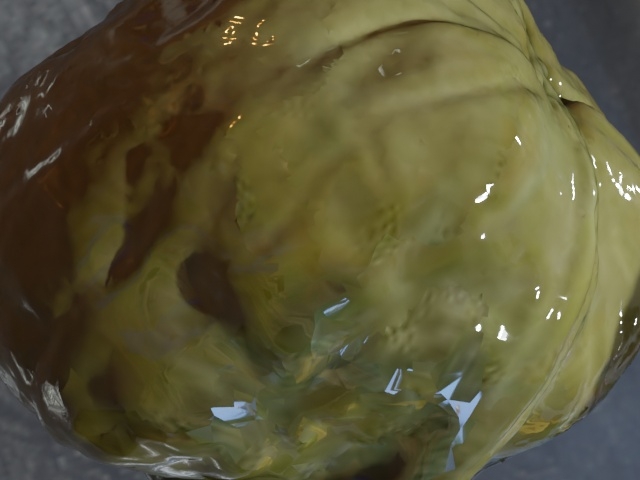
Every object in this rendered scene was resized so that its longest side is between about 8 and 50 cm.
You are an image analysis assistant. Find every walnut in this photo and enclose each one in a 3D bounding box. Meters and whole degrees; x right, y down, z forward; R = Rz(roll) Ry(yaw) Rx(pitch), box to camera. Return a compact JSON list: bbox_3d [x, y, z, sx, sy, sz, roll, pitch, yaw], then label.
[{"bbox_3d":[0.001,0.000,0.862,0.282,0.277,0.253,-18,76,-58],"label":"walnut"}]
